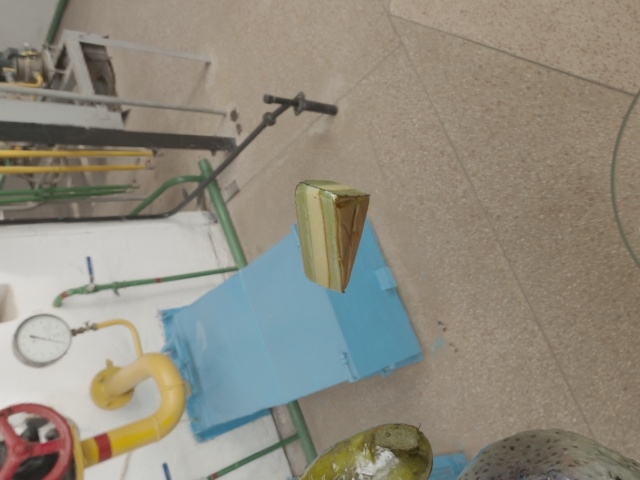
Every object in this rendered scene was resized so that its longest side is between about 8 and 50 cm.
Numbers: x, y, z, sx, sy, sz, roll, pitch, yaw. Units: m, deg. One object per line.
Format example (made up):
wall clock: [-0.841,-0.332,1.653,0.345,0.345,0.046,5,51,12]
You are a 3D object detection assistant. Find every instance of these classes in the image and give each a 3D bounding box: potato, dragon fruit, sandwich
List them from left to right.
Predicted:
sandwich: [0.000,0.000,0.726,0.079,0.113,0.163,22,105,27]
potato: [0.053,0.343,0.718,0.251,0.149,0.113,-45,34,9]
dragon fruit: [0.299,0.335,0.616,0.282,0.204,0.221,-22,91,33]

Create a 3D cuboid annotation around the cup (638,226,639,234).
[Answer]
cup: [0.635,0.082,0.773,0.253,0.253,0.274,-21,73,45]
